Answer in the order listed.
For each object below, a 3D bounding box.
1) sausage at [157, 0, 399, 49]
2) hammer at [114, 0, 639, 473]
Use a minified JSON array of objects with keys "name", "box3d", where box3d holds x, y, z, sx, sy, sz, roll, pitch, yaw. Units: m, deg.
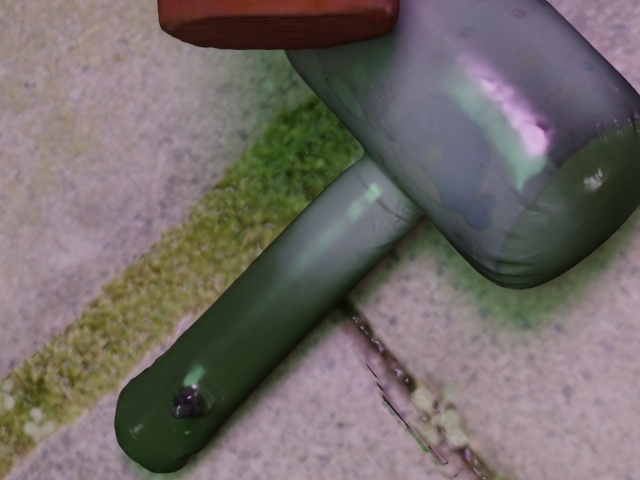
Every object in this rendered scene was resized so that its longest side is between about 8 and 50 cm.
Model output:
[{"name":"sausage","box3d":[-0.026,-0.217,0.544,0.114,0.113,0.259,-4,92,19]},{"name":"hammer","box3d":[0.000,0.000,0.649,0.335,0.119,0.206,-46,68,13]}]
